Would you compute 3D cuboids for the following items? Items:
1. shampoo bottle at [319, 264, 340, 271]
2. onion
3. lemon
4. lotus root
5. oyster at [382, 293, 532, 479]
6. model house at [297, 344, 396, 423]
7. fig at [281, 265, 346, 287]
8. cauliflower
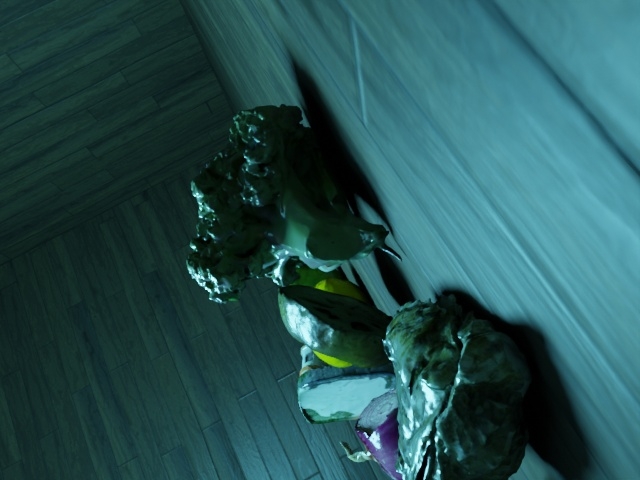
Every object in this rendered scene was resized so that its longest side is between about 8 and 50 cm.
[{"bbox_3d":[0.000,0.000,1.230,0.153,0.071,0.284,65,174,-8],"label":"shampoo bottle"},{"bbox_3d":[0.173,0.416,1.180,0.201,0.200,0.207,61,144,16],"label":"onion"},{"bbox_3d":[0.040,0.176,1.230,0.207,0.170,0.170,64,176,-11],"label":"lemon"},{"bbox_3d":[0.032,0.130,0.795,0.183,0.203,0.078,-138,65,-72],"label":"lotus root"},{"bbox_3d":[0.116,0.142,0.494,0.268,0.112,0.199,-59,-38,-85],"label":"oyster"},{"bbox_3d":[0.071,0.334,1.567,0.301,0.271,0.190,-93,-9,-58],"label":"model house"},{"bbox_3d":[-0.005,0.182,1.573,0.203,0.203,0.235,60,175,30],"label":"fig"},{"bbox_3d":[-0.034,-0.033,0.693,0.315,0.238,0.257,31,121,49],"label":"cauliflower"}]
